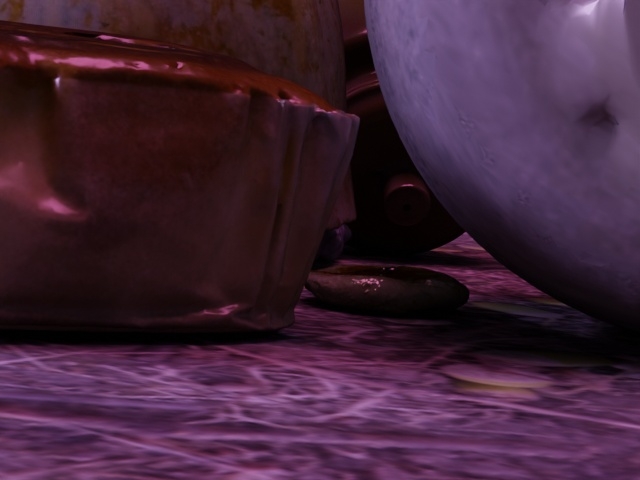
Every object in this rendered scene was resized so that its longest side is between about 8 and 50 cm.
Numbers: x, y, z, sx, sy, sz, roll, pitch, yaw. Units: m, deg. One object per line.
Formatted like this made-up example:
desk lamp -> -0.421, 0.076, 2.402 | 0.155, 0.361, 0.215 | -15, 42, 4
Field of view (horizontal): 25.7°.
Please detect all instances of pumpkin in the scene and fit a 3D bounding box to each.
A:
pumpkin -> -0.147, -0.100, 0.815 | 0.332, 0.199, 0.332 | -3, 6, 0

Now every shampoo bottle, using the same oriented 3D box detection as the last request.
shampoo bottle -> 0.176, -0.114, 0.597 | 0.322, 0.322, 0.317 | 6, 12, 12

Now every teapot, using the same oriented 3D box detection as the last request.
teapot -> 0.041, -0.065, 0.991 | 0.268, 0.185, 0.175 | -24, 30, 13

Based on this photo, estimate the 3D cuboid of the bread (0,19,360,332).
bread -> -0.109, -0.028, 0.534 | 0.210, 0.109, 0.192 | 3, 5, -28

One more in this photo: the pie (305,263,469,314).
pie -> 0.029, 0.022, 0.649 | 0.085, 0.017, 0.085 | 4, 4, 0

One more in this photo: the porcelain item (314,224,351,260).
porcelain item -> 0.000, 0.000, 0.899 | 0.036, 0.028, 0.083 | -12, 2, 13
